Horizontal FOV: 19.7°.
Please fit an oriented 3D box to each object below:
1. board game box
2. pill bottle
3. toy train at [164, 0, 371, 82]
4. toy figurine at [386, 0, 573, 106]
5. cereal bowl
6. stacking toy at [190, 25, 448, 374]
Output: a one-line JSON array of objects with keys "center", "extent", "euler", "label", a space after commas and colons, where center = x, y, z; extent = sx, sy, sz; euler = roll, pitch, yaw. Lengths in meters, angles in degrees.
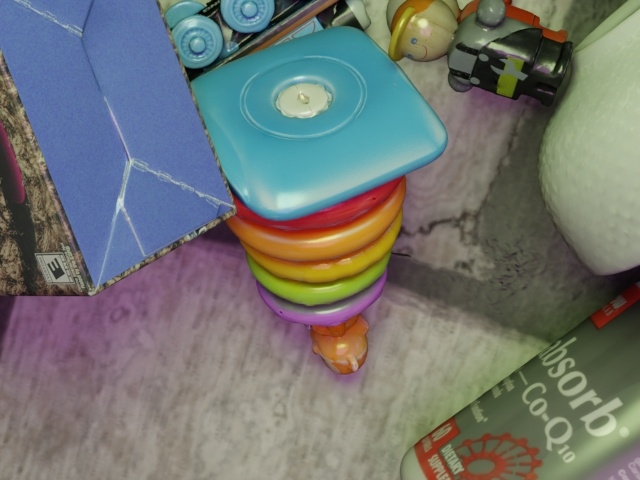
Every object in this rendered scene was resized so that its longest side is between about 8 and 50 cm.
[{"center": [-0.234, -0.091, 1.328], "extent": [0.141, 0.291, 0.232], "euler": [-31, 108, -37], "label": "board game box"}, {"center": [0.262, 0.155, 1.476], "extent": [0.363, 0.210, 0.210], "euler": [-37, 104, 5], "label": "pill bottle"}, {"center": [-0.044, -0.164, 1.445], "extent": [0.184, 0.080, 0.105], "euler": [-33, 113, 3], "label": "toy train"}, {"center": [0.133, -0.214, 1.374], "extent": [0.148, 0.209, 0.213], "euler": [20, 105, 2], "label": "toy figurine"}, {"center": [0.289, -0.132, 1.347], "extent": [0.339, 0.339, 0.141], "euler": [-38, 93, 6], "label": "cereal bowl"}, {"center": [0.000, 0.000, 1.435], "extent": [0.165, 0.175, 0.302], "euler": [-23, 138, -15], "label": "stacking toy"}]
